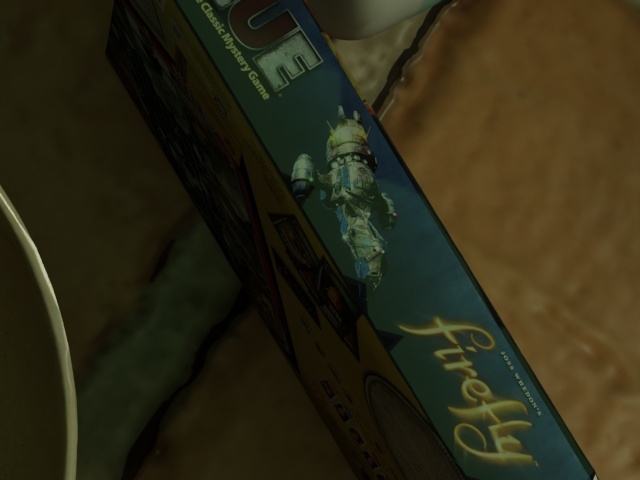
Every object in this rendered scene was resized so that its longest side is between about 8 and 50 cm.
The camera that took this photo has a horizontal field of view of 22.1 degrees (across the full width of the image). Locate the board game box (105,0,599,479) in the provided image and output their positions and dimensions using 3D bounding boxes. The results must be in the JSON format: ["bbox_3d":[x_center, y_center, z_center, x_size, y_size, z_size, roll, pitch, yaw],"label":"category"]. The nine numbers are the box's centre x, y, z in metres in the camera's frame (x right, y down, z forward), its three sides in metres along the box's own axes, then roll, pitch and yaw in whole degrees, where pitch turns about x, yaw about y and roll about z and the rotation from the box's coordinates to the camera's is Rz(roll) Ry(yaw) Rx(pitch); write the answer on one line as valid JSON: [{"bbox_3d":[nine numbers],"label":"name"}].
[{"bbox_3d":[0.000,0.000,0.622,0.042,0.165,0.243,-30,87,-14],"label":"board game box"}]

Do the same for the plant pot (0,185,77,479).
[{"bbox_3d":[-0.249,0.065,0.533,0.284,0.191,0.284,-3,95,-36],"label":"plant pot"}]

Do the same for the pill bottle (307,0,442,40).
[{"bbox_3d":[0.088,-0.201,0.681,0.264,0.146,0.146,-29,87,-14],"label":"pill bottle"}]
